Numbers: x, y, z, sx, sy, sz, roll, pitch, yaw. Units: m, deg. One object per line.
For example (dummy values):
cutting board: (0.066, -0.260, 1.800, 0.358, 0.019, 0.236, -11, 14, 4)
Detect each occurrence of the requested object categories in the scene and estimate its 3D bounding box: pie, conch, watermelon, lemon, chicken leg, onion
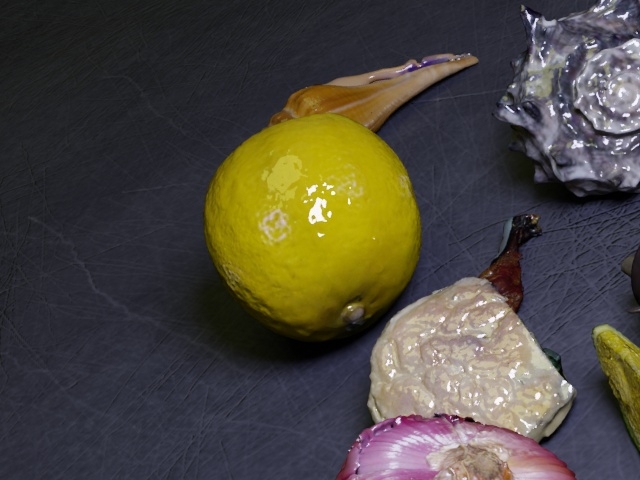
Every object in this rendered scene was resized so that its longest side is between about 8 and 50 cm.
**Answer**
pie: (0.134, 0.133, 1.567, 0.185, 0.052, 0.218, -30, 50, -4)
conch: (0.336, -0.166, 1.780, 0.313, 0.186, 0.241, -26, 54, -31)
watermelon: (0.310, 0.142, 1.425, 0.075, 0.092, 0.181, -16, 22, -5)
conch: (0.058, -0.172, 2.101, 0.330, 0.093, 0.109, -16, 9, -18)
lemon: (0.000, 0.000, 1.752, 0.240, 0.240, 0.219, -27, 62, 3)
chicken leg: (0.166, 0.056, 1.704, 0.253, 0.051, 0.106, -43, 28, -27)
onion: (0.111, 0.255, 1.370, 0.230, 0.163, 0.230, 14, 23, -6)

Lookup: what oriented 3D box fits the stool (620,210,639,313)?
stool: (0.380, 0.019, 1.516, 0.217, 0.125, 0.121, -19, 29, -1)
